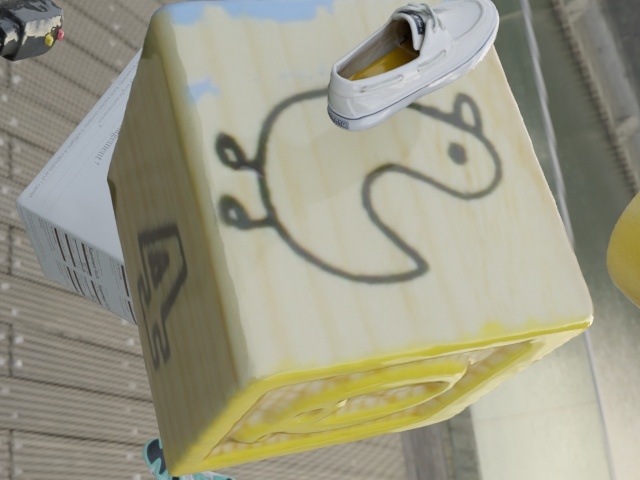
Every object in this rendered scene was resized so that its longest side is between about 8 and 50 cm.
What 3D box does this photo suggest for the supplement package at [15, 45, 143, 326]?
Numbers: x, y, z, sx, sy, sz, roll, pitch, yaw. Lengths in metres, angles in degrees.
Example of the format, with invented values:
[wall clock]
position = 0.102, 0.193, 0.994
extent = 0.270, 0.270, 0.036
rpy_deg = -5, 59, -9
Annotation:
[supplement package]
position = -0.115, -0.026, 0.899
extent = 0.194, 0.203, 0.149
rpy_deg = -58, 170, -24

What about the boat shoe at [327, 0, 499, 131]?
[boat shoe]
position = 0.043, -0.088, 0.459
extent = 0.035, 0.100, 0.035
rpy_deg = 44, -23, 30

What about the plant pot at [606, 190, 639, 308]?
[plant pot]
position = 0.255, 0.018, 0.611
extent = 0.134, 0.134, 0.095
rpy_deg = 50, 10, -45

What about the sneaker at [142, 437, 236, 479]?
[sneaker]
position = -0.109, 0.207, 0.857
extent = 0.098, 0.069, 0.038
rpy_deg = 35, 56, 5

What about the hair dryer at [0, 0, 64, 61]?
[hair dryer]
position = -0.312, -0.080, 0.627
extent = 0.293, 0.223, 0.080
rpy_deg = -63, 161, -49

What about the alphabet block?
[alphabet block]
position = 0.000, 0.000, 0.570
extent = 0.193, 0.192, 0.197
rpy_deg = 124, -46, -60
